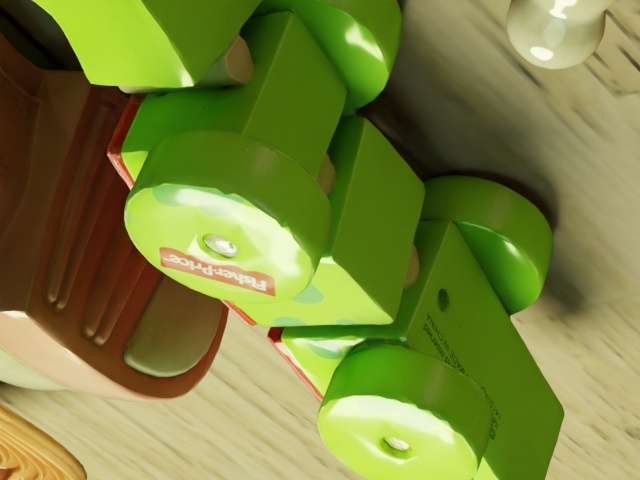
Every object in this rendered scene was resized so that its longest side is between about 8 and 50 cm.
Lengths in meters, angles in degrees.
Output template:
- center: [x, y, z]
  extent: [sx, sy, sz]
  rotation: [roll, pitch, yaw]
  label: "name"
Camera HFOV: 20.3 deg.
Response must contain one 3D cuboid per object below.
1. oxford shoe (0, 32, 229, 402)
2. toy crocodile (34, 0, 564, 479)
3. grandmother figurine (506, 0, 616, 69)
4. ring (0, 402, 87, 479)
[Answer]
- center: [-0.195, -0.053, 0.628]
  extent: [0.146, 0.140, 0.397]
  rotation: [-5, 142, 34]
  label: "oxford shoe"
- center: [0.000, 0.000, 0.661]
  extent: [0.105, 0.115, 0.340]
  rotation: [-4, 141, 34]
  label: "toy crocodile"
- center: [0.151, -0.096, 0.492]
  extent: [0.208, 0.104, 0.342]
  rotation: [-20, 139, 0]
  label: "grandmother figurine"
- center: [-0.264, 0.054, 0.805]
  extent: [0.336, 0.032, 0.336]
  rotation: [21, 163, 6]
  label: "ring"
